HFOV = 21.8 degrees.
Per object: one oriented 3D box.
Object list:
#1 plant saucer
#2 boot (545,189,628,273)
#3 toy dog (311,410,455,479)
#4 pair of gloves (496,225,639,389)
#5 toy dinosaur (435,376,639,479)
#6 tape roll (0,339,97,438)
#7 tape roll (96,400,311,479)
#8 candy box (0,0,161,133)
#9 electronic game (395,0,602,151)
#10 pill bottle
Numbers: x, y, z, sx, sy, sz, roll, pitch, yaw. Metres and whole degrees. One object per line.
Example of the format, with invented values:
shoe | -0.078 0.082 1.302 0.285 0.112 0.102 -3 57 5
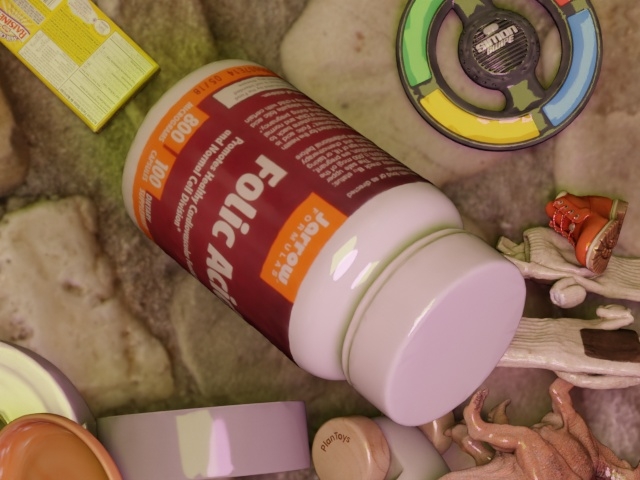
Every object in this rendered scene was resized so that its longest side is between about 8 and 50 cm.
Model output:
plant saucer | -0.259 0.268 1.664 0.200 0.037 0.200 8 103 37
boot | 0.276 -0.012 1.768 0.084 0.158 0.059 18 110 9
toy dog | 0.093 0.316 1.724 0.220 0.161 0.334 11 48 -33
pair of gloves | 0.274 0.064 1.734 0.204 0.240 0.042 12 125 3
toy dinosaur | 0.238 0.237 1.682 0.295 0.127 0.200 -17 67 -39
tape roll | -0.381 0.242 1.782 0.286 0.100 0.286 0 83 2
tape roll | -0.121 0.210 1.717 0.219 0.219 0.072 -5 84 1
candy box | -0.288 -0.226 1.864 0.206 0.027 0.105 44 89 6
electronic game | 0.198 -0.212 1.837 0.229 0.048 0.229 0 84 2
pill bottle | 0.000 0.000 1.660 0.392 0.224 0.224 37 86 33
